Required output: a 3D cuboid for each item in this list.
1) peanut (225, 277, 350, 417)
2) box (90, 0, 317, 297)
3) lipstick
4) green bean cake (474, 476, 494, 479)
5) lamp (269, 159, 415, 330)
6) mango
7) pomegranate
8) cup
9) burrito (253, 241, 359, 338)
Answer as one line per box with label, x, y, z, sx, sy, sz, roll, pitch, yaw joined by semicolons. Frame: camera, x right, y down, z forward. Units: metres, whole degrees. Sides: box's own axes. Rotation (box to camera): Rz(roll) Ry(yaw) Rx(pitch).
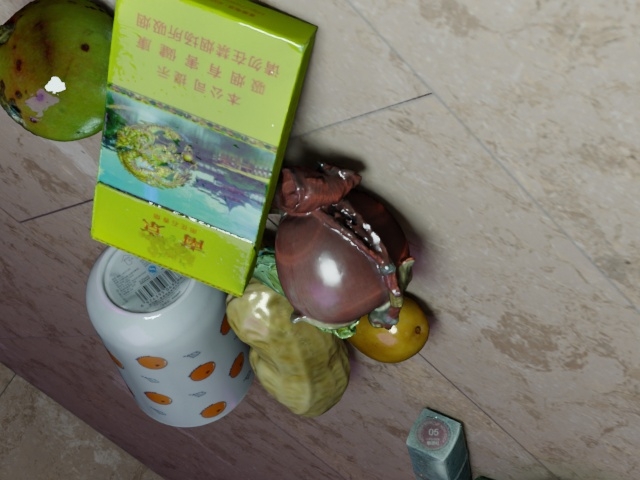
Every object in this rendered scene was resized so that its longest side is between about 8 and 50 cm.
peanut;-0.041;0.148;1.478;0.147;0.147;0.305;20;152;24
box;-0.129;-0.099;1.045;0.187;0.047;0.335;21;132;4
lipstick;0.200;0.373;1.700;0.076;0.077;0.290;19;154;24
green bean cake;0.291;0.523;1.751;0.107;0.193;0.208;16;151;41
lamp;0.010;-0.002;1.152;0.215;0.151;0.223;-2;104;53
mango;0.076;0.116;1.348;0.102;0.085;0.184;38;160;-14
pomegranate;-0.258;-0.177;1.110;0.205;0.159;0.159;17;166;-34
cup;-0.224;0.127;1.557;0.212;0.212;0.317;23;154;18
burrito;-0.052;0.035;1.295;0.288;0.054;0.104;34;165;45
